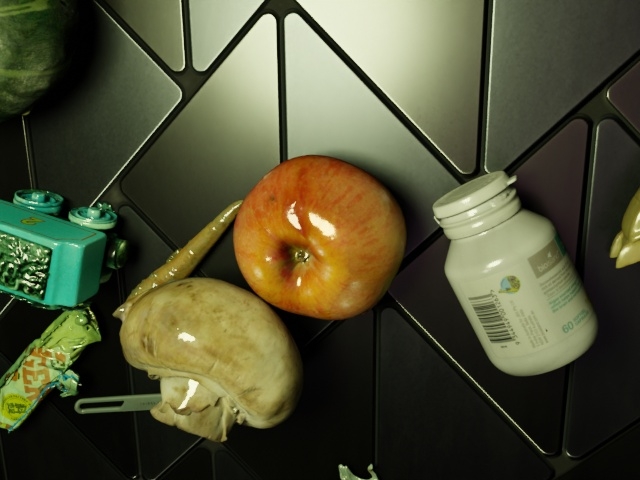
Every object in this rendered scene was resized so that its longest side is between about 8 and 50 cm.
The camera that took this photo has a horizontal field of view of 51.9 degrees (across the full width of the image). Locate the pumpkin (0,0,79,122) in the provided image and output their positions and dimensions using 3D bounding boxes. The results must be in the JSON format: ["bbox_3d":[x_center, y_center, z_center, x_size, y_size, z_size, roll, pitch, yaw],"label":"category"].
[{"bbox_3d":[-0.443,-0.284,0.797,0.300,0.207,0.300,5,120,8],"label":"pumpkin"}]

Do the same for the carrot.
[{"bbox_3d":[-0.188,0.030,0.905,0.254,0.049,0.049,-43,92,17],"label":"carrot"}]

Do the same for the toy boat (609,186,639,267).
[{"bbox_3d":[0.532,-0.047,0.678,0.445,0.136,0.162,-13,98,21],"label":"toy boat"}]

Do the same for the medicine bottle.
[{"bbox_3d":[0.218,0.034,0.761,0.135,0.135,0.215,-26,98,18],"label":"medicine bottle"}]

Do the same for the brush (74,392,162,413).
[{"bbox_3d":[-0.256,0.240,0.992,0.266,0.027,0.062,-8,103,19],"label":"brush"}]

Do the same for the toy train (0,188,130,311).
[{"bbox_3d":[-0.370,0.008,0.878,0.203,0.163,0.112,15,106,9],"label":"toy train"}]

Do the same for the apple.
[{"bbox_3d":[0.000,0.000,0.789,0.209,0.164,0.210,4,108,14],"label":"apple"}]

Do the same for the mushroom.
[{"bbox_3d":[-0.143,0.146,0.829,0.254,0.255,0.184,20,78,7],"label":"mushroom"}]

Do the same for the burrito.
[{"bbox_3d":[-0.414,0.207,0.999,0.104,0.054,0.288,44,110,-2],"label":"burrito"}]

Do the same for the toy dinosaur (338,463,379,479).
[{"bbox_3d":[0.106,0.384,0.938,0.106,0.044,0.187,-29,110,32],"label":"toy dinosaur"}]
